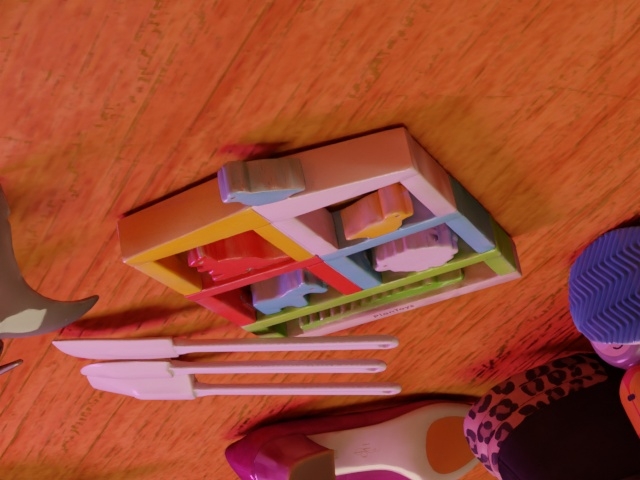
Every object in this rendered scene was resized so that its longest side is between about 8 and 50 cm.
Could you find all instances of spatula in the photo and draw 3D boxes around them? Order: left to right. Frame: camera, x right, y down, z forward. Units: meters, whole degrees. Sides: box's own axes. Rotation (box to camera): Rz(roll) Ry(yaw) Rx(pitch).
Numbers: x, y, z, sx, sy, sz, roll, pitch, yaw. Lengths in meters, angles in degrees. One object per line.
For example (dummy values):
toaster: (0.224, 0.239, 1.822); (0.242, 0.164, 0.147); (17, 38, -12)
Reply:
spatula: (-0.061, 0.091, 1.341); (0.242, 0.019, 0.168); (-2, 159, 4)

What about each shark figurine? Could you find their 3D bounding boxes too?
shark figurine: (-0.255, 0.064, 1.126); (0.166, 0.116, 0.278); (-39, 180, -25)

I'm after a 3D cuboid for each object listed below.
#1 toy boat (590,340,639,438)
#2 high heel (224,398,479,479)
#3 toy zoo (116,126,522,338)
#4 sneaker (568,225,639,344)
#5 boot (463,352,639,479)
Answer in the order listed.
toy boat: (0.369, 0.057, 1.386); (0.318, 0.148, 0.267); (-21, 163, 6)
high heel: (0.038, 0.183, 1.644); (0.244, 0.082, 0.117); (-15, -164, -31)
toy zoo: (0.000, 0.000, 1.171); (0.192, 0.030, 0.293); (-18, 158, 17)
sneaker: (0.275, 0.018, 1.281); (0.228, 0.087, 0.092); (-26, 157, 39)
boot: (0.326, 0.199, 1.512); (0.377, 0.284, 0.138); (-8, 116, -22)
